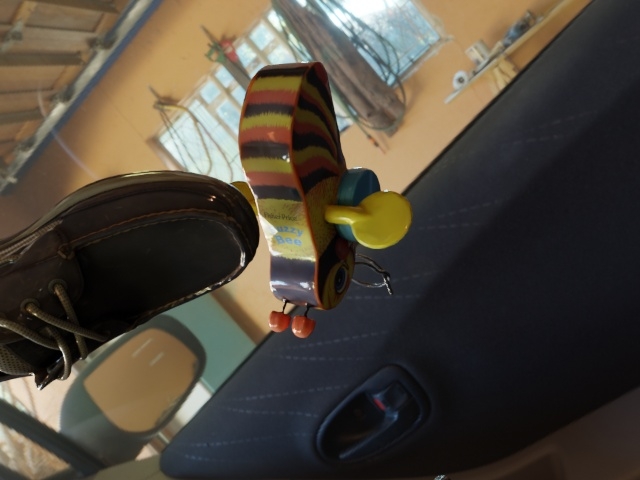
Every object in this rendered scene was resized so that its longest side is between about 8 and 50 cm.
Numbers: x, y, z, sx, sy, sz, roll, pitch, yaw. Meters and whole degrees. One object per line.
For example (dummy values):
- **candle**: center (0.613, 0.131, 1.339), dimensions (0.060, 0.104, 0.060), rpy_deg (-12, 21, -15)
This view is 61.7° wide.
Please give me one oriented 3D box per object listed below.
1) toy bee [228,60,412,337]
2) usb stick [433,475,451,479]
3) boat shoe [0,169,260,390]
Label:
- **toy bee**: center (0.000, 0.000, 0.498), dimensions (0.195, 0.298, 0.162), rpy_deg (-13, 38, 42)
- **usb stick**: center (0.174, 0.509, 0.946), dimensions (0.045, 0.077, 0.278), rpy_deg (-37, -15, 36)
- **boat shoe**: center (-0.213, 0.056, 0.430), dimensions (0.355, 0.132, 0.130), rpy_deg (-19, 39, 12)
